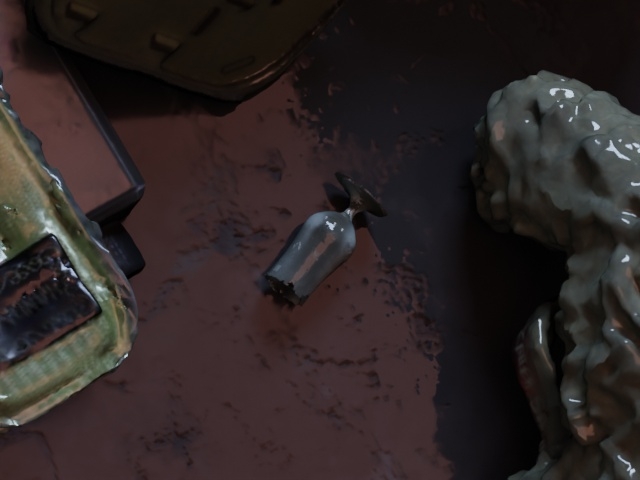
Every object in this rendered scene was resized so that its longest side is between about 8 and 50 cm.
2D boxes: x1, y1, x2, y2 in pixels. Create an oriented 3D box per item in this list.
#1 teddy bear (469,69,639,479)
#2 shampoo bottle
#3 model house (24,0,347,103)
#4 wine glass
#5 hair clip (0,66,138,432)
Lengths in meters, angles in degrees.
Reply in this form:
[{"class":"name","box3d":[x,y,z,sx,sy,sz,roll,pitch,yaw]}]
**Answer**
[{"class":"teddy bear","box3d":[0.286,0.067,1.112,0.367,0.224,0.357,1,79,-28]},{"class":"shampoo bottle","box3d":[-0.182,-0.079,1.062,0.080,0.079,0.246,-31,90,-15]},{"class":"model house","box3d":[-0.109,-0.258,1.091,0.205,0.218,0.279,-45,58,19]},{"class":"wine glass","box3d":[0.000,0.000,1.116,0.042,0.039,0.083,42,79,-6]},{"class":"hair clip","box3d":[-0.228,-0.049,0.980,0.138,0.091,0.321,-31,94,-25]}]
